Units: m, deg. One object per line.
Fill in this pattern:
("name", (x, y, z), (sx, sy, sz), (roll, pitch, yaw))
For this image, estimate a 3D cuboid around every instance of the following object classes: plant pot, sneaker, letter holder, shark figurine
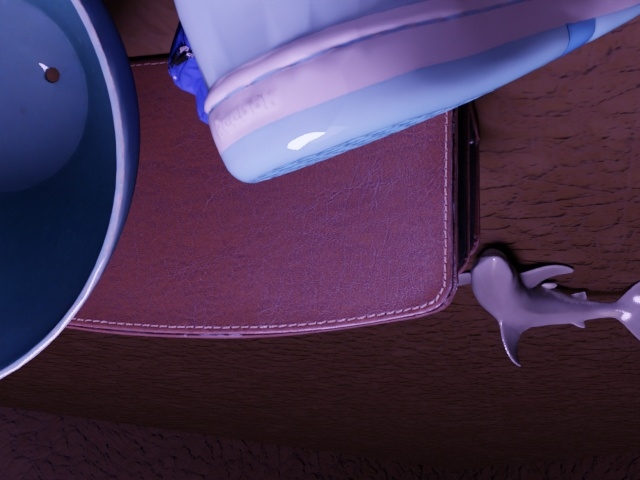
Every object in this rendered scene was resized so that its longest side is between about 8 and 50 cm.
("plant pot", (-0.232, -0.076, 0.560), (0.290, 0.290, 0.195), (2, -163, 4))
("sneaker", (0.042, -0.168, 0.441), (0.127, 0.208, 0.319), (-21, -174, 40))
("letter holder", (-0.038, -0.015, 0.713), (0.302, 0.214, 0.152), (-3, 159, 15))
("shark figurine", (0.265, 0.095, 1.128), (0.278, 0.116, 0.166), (15, 158, -24))

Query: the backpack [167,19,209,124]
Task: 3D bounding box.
("backpack", (-0.033, -0.124, 0.585), (0.101, 0.098, 0.120), (16, 157, -23))
